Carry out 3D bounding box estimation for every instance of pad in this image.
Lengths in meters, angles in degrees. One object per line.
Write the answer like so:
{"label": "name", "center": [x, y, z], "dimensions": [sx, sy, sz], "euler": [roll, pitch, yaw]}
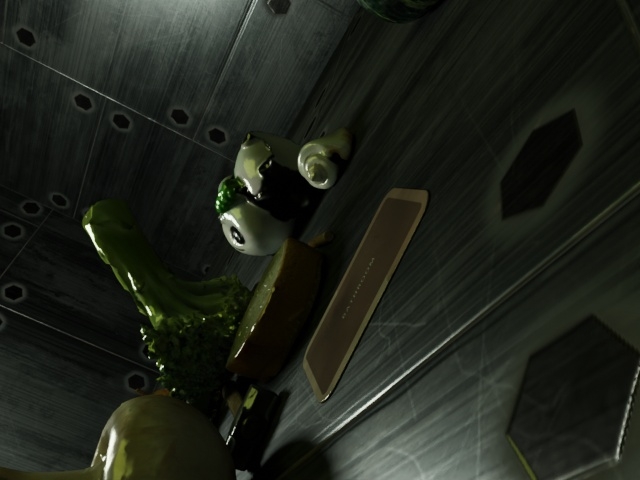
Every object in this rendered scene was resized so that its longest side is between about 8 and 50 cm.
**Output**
{"label": "pad", "center": [0.047, 0.056, 0.728], "dimensions": [0.266, 0.002, 0.176], "euler": [-63, 11, 1]}

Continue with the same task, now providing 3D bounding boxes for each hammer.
{"label": "hammer", "center": [-0.134, 0.271, 0.982], "dimensions": [0.111, 0.044, 0.365], "euler": [-67, 10, -10]}

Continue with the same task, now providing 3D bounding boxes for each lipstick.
{"label": "lipstick", "center": [0.000, 0.000, 1.020], "dimensions": [0.019, 0.019, 0.094], "euler": [-67, 12, -16]}

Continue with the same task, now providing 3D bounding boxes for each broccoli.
{"label": "broccoli", "center": [-0.282, 0.108, 1.182], "dimensions": [0.275, 0.397, 0.353], "euler": [-40, -23, -22]}

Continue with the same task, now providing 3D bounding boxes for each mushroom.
{"label": "mushroom", "center": [-0.247, 0.322, 0.698], "dimensions": [0.297, 0.290, 0.297], "euler": [-164, 90, -70]}

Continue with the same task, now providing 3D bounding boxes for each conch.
{"label": "conch", "center": [0.022, -0.169, 1.210], "dimensions": [0.176, 0.094, 0.104], "euler": [-38, -24, -44]}

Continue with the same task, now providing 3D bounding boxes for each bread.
{"label": "bread", "center": [-0.072, 0.110, 0.969], "dimensions": [0.236, 0.070, 0.236], "euler": [-60, 11, 19]}

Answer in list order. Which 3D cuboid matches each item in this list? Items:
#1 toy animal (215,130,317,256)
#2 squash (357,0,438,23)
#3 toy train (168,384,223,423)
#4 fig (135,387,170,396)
{"label": "toy animal", "center": [-0.129, -0.097, 1.333], "dimensions": [0.266, 0.213, 0.212], "euler": [-55, 14, 20]}
{"label": "squash", "center": [0.163, -0.512, 1.060], "dimensions": [0.252, 0.165, 0.252], "euler": [-62, 9, 18]}
{"label": "toy train", "center": [-0.272, 0.346, 1.250], "dimensions": [0.137, 0.090, 0.225], "euler": [-52, 14, 17]}
{"label": "fig", "center": [-0.357, 0.393, 1.459], "dimensions": [0.119, 0.153, 0.119], "euler": [-31, 14, 8]}
